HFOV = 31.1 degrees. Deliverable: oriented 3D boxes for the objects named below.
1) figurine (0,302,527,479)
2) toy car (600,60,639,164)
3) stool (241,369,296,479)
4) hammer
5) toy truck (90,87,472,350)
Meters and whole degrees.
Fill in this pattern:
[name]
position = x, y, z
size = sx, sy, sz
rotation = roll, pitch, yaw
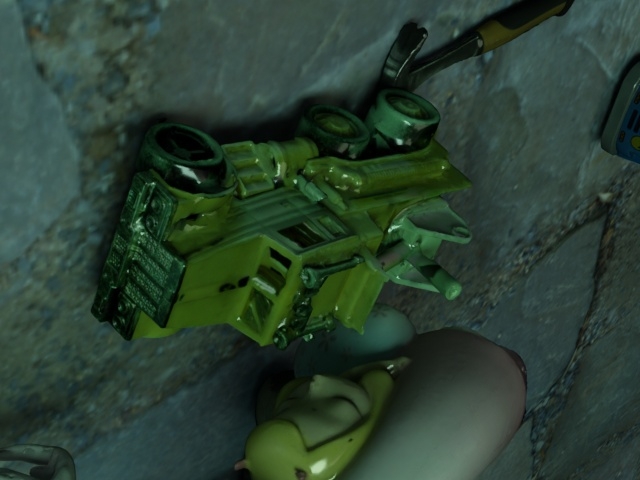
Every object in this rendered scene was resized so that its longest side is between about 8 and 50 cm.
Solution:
[figurine]
position = -0.055, 0.180, 0.700
size = 0.316, 0.284, 0.206
rotation = -38, 126, -51
[toy car]
position = 0.356, -0.125, 1.087
size = 0.191, 0.100, 0.097
rotation = -20, 136, -40
[stool]
position = -0.019, 0.216, 0.916
size = 0.139, 0.153, 0.228
rotation = -30, 100, -27
[hammer]
position = 0.116, -0.147, 0.827
size = 0.201, 0.021, 0.078
rotation = -32, 143, -30
[toy truck]
position = -0.004, -0.001, 0.701
size = 0.259, 0.135, 0.128
rotation = -9, 134, -42
